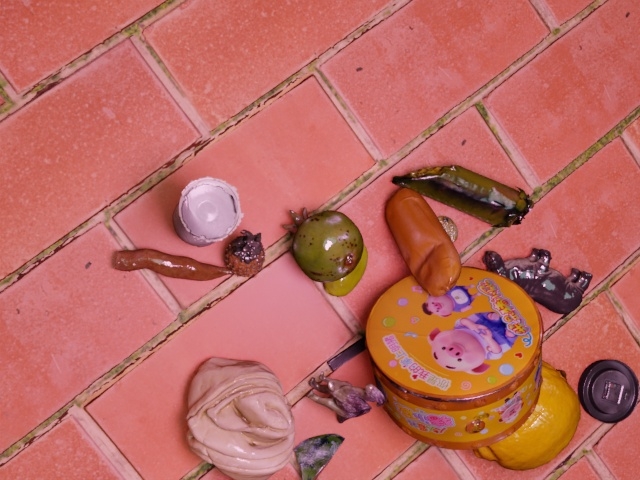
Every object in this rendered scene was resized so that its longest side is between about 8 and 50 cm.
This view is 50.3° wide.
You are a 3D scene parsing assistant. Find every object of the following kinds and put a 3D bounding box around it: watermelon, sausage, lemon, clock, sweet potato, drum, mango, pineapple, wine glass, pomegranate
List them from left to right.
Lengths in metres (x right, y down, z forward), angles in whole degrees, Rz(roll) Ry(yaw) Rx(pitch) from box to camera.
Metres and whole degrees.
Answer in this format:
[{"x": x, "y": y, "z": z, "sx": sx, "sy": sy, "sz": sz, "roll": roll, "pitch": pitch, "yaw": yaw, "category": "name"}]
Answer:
[{"x": -0.362, "y": 0.063, "z": 1.693, "sx": 0.281, "sy": 0.067, "sz": 0.059, "roll": 9, "pitch": 43, "yaw": -13, "category": "sweet potato"}, {"x": -0.272, "y": -0.055, "z": 1.588, "sx": 0.144, "sy": 0.321, "sz": 0.143, "roll": 2, "pitch": 84, "yaw": -15, "category": "wine glass"}, {"x": -0.178, "y": 0.026, "z": 1.670, "sx": 0.108, "sy": 0.197, "sz": 0.108, "roll": 4, "pitch": 72, "yaw": -13, "category": "pineapple"}, {"x": -0.004, "y": 0.556, "z": 1.776, "sx": 0.155, "sy": 0.080, "sz": 0.101, "roll": -42, "pitch": 62, "yaw": -8, "category": "watermelon"}, {"x": 0.000, "y": 0.000, "z": 1.707, "sx": 0.182, "sy": 0.224, "sz": 0.181, "roll": -19, "pitch": 128, "yaw": -27, "category": "pomegranate"}, {"x": 0.069, "y": 0.072, "z": 1.787, "sx": 0.091, "sy": 0.074, "sz": 0.165, "roll": 31, "pitch": 83, "yaw": -10, "category": "mango"}, {"x": 0.263, "y": 0.012, "z": 1.710, "sx": 0.116, "sy": 0.354, "sz": 0.134, "roll": 23, "pitch": 121, "yaw": -35, "category": "sausage"}, {"x": 0.325, "y": 0.272, "z": 1.654, "sx": 0.431, "sy": 0.431, "sz": 0.214, "roll": -26, "pitch": 131, "yaw": -12, "category": "drum"}, {"x": 0.518, "y": 0.449, "z": 1.778, "sx": 0.297, "sy": 0.297, "sz": 0.297, "roll": 0, "pitch": 89, "yaw": -13, "category": "lemon"}, {"x": 0.830, "y": 0.434, "z": 1.971, "sx": 0.185, "sy": 0.040, "sz": 0.184, "roll": 0, "pitch": 88, "yaw": -12, "category": "clock"}]

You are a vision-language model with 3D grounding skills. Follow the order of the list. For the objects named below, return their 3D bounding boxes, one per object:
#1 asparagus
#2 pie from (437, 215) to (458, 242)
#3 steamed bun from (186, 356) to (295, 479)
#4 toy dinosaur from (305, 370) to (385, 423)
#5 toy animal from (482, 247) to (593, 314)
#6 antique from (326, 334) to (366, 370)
[{"x": 0.387, "y": -0.137, "z": 1.846, "sx": 0.382, "sy": 0.128, "sz": 0.108, "roll": 21, "pitch": 39, "yaw": -11, "category": "asparagus"}, {"x": 0.342, "y": -0.026, "z": 1.881, "sx": 0.085, "sy": 0.017, "sz": 0.085, "roll": 1, "pitch": 87, "yaw": -14, "category": "pie"}, {"x": -0.187, "y": 0.445, "z": 1.653, "sx": 0.276, "sy": 0.203, "sz": 0.289, "roll": 8, "pitch": 88, "yaw": -13, "category": "steamed bun"}, {"x": 0.054, "y": 0.389, "z": 1.683, "sx": 0.162, "sy": 0.294, "sz": 0.077, "roll": 29, "pitch": 69, "yaw": -1, "category": "toy dinosaur"}, {"x": 0.570, "y": 0.100, "z": 1.890, "sx": 0.343, "sy": 0.106, "sz": 0.168, "roll": 12, "pitch": 93, "yaw": -6, "category": "toy animal"}, {"x": 0.103, "y": 0.283, "z": 1.820, "sx": 0.192, "sy": 0.015, "sz": 0.031, "roll": -32, "pitch": 94, "yaw": -12, "category": "antique"}]
